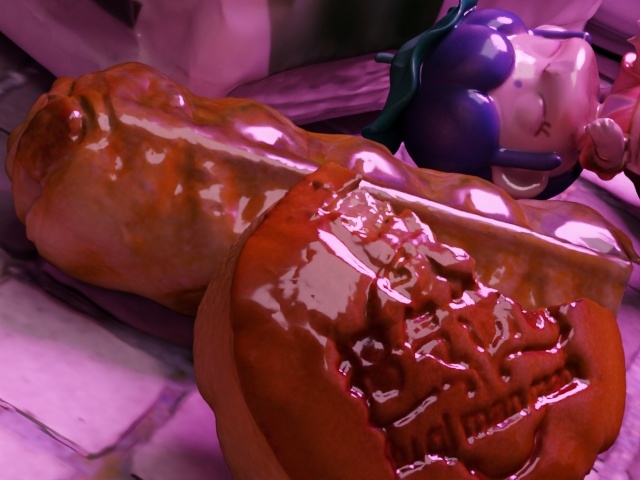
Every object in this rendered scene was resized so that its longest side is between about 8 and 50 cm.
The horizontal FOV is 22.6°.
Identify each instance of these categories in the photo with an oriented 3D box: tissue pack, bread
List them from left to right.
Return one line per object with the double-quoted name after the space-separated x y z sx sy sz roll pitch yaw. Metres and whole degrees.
-0.021 -0.200 0.861 0.266 0.194 0.356 39 33 26 "tissue pack"
0.000 -0.001 0.670 0.269 0.098 0.087 18 -11 -12 "bread"
0.027 0.056 0.572 0.156 0.086 0.125 29 61 -15 "bread"

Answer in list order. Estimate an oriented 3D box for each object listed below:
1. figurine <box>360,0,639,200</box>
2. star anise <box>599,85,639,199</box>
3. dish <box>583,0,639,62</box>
0.110 -0.053 0.738 0.195 0.102 0.111 13 60 28 "figurine"
0.282 -0.026 0.860 0.315 0.108 0.315 16 8 -2 "star anise"
0.218 -0.190 1.126 0.260 0.085 0.260 16 33 -11 "dish"
